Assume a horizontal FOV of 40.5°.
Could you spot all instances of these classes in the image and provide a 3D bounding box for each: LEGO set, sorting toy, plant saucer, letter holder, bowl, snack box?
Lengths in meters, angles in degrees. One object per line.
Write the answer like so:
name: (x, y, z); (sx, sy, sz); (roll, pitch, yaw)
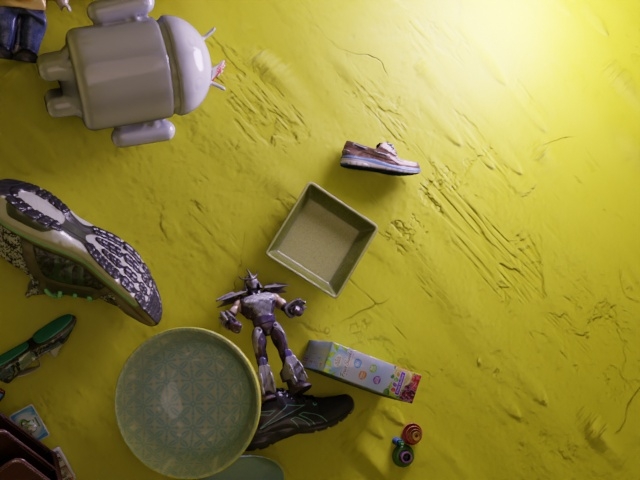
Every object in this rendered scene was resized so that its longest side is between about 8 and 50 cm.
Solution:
LEGO set: (-0.620, 0.409, 1.701); (0.183, 0.060, 0.244); (-28, 107, -15)
sorting toy: (0.193, 0.454, 1.919); (0.061, 0.042, 0.101); (20, 83, -14)
plant saucer: (0.000, 0.000, 1.878); (0.188, 0.045, 0.188); (33, 80, -12)
letter holder: (-0.658, 0.472, 1.578); (0.302, 0.152, 0.214); (-44, 116, -6)
bowl: (-0.248, 0.314, 1.726); (0.290, 0.156, 0.289); (0, 87, 6)
plant saucer: (-0.171, 0.493, 1.772); (0.195, 0.037, 0.194); (-10, 129, -12)
snack box: (0.081, 0.274, 1.825); (0.207, 0.174, 0.070); (23, 79, -13)

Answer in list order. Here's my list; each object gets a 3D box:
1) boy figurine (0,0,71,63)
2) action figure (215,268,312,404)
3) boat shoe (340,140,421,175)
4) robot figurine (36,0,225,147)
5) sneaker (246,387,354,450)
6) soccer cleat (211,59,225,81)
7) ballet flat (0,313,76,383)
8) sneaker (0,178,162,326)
boy figurine: (-0.572, -0.490, 1.687); (0.177, 0.092, 0.285); (9, 100, -19)
action figure: (-0.109, 0.187, 1.791); (0.185, 0.099, 0.284); (-15, 72, -12)
boat shoe: (0.137, -0.184, 1.911); (0.183, 0.066, 0.066); (8, 85, -15)
robot figurine: (-0.368, -0.332, 1.705); (0.354, 0.200, 0.299); (-12, 119, -16)
sneaker: (-0.057, 0.358, 1.823); (0.268, 0.101, 0.106); (-14, 90, -16)
soccer cleat: (-0.234, -0.353, 1.833); (0.036, 0.029, 0.083); (39, 83, -15)
ballet flat: (-0.557, 0.217, 1.714); (0.188, 0.070, 0.070); (-32, 97, -12)
sneaker: (-0.499, 0.056, 1.716); (0.410, 0.158, 0.182); (39, 110, -13)
